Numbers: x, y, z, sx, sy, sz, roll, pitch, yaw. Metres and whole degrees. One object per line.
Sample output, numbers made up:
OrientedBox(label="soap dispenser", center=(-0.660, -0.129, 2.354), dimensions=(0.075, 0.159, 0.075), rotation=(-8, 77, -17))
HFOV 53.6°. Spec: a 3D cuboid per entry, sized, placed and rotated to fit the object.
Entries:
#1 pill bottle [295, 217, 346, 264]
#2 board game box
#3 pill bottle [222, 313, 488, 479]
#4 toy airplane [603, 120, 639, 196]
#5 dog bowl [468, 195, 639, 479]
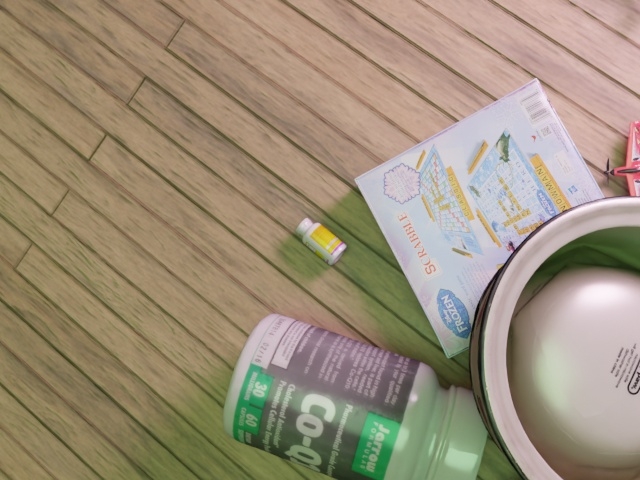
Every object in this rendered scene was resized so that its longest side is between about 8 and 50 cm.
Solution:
OrientedBox(label="pill bottle", center=(0.000, 0.000, 1.051), dimensions=(0.083, 0.043, 0.043), rotation=(40, 96, 10))
OrientedBox(label="board game box", center=(0.265, -0.031, 0.986), dimensions=(0.318, 0.066, 0.319), rotation=(-28, 84, 9))
OrientedBox(label="pill bottle", center=(0.056, 0.257, 0.951), dimensions=(0.360, 0.204, 0.204), rotation=(17, 92, 12))
OrientedBox(label="toy airplane", center=(0.508, -0.109, 0.958), dimensions=(0.151, 0.028, 0.151), rotation=(0, 90, 11))
OrientedBox(label="dog bowl", center=(0.376, 0.157, 0.813), dimensions=(0.407, 0.150, 0.408), rotation=(1, 80, -6))
